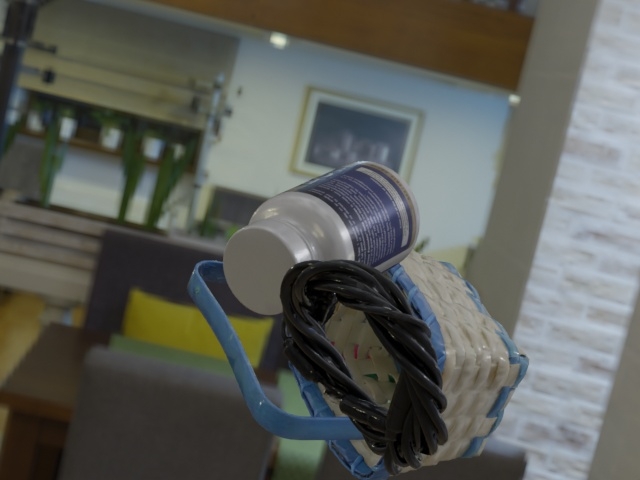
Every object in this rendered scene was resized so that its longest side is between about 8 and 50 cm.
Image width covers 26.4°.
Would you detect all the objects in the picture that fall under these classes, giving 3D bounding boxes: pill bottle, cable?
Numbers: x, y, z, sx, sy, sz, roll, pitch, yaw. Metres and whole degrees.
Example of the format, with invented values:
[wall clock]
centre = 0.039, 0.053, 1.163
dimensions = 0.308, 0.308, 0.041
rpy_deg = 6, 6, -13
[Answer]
[pill bottle]
centre = 0.000, 0.000, 1.069
dimensions = 0.094, 0.094, 0.169
rpy_deg = 17, 24, 27
[cable]
centre = 0.026, 0.081, 0.878
dimensions = 0.047, 0.150, 0.184
rpy_deg = -27, -8, -22

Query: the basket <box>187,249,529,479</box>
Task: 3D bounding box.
[basket]
centre = 0.034, 0.111, 1.321
dimensions = 0.289, 0.201, 0.255
rpy_deg = 12, 28, -30
